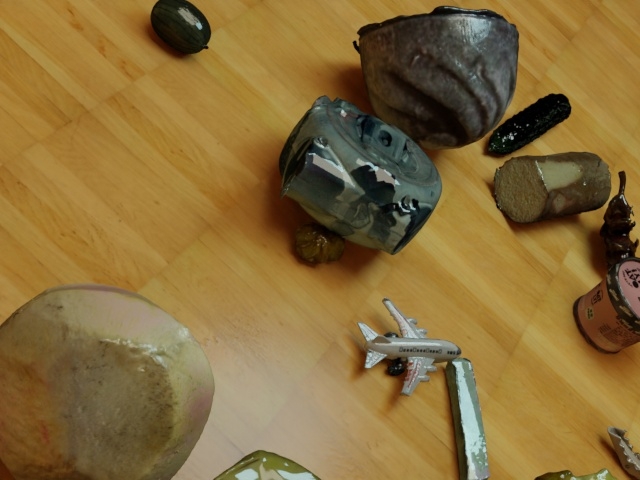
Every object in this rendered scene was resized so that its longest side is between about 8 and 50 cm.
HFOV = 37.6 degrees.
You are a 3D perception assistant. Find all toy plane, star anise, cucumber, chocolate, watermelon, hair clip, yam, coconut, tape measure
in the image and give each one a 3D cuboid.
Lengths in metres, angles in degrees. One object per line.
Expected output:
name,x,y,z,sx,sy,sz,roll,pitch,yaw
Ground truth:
toy plane,0.136,0.166,1.422,0.171,0.065,0.162,13,51,-30
star anise,0.591,-0.022,1.860,0.234,0.073,0.177,-44,132,-59
cucumber,0.428,-0.235,1.931,0.072,0.072,0.300,50,44,7
chocolate,0.209,-0.269,1.678,0.303,0.303,0.213,-1,85,-36
watermelon,-0.227,-0.352,1.544,0.111,0.078,0.078,38,44,-12
hair clip,0.551,0.401,1.557,0.226,0.072,0.034,42,39,11
yam,0.456,-0.104,1.814,0.238,0.128,0.129,-7,100,-38
coconut,-0.247,0.164,1.038,0.259,0.259,0.259,19,49,-23
tape measure,0.066,-0.104,1.475,0.256,0.147,0.275,30,27,-13

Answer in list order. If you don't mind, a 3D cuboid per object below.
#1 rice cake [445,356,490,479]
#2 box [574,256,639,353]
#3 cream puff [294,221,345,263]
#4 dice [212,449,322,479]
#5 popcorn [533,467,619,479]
rice cake,0.221,0.273,1.424,0.043,0.034,0.211,11,53,-18
box,0.546,0.125,1.698,0.151,0.135,0.151,16,53,-23
cream puff,0.000,0.000,1.454,0.083,0.058,0.083,27,45,-19
dice,-0.090,0.382,0.981,0.233,0.227,0.238,-29,76,-44
popcorn,0.341,0.444,1.233,0.293,0.293,0.237,19,31,-23
